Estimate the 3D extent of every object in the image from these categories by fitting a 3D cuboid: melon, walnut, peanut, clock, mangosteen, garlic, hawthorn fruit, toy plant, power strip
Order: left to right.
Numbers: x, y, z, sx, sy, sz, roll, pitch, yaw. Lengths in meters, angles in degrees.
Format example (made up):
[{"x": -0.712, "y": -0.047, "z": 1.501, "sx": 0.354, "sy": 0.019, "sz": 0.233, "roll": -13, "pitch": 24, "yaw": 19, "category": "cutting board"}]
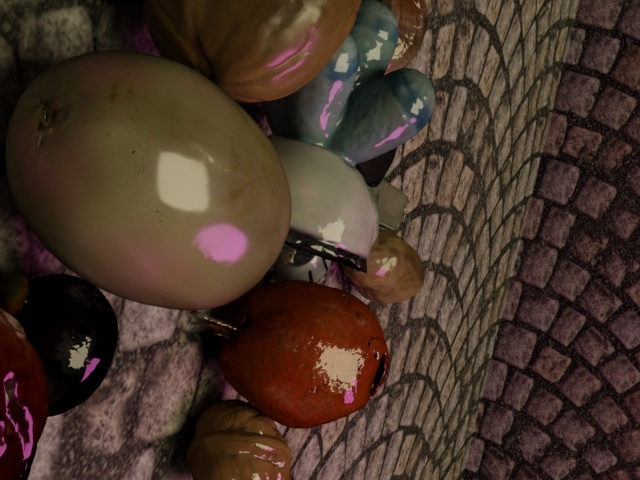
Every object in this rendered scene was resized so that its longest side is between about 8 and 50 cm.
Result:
[{"x": -0.268, "y": 0.092, "z": 0.795, "sx": 0.151, "sy": 0.137, "sz": 0.137, "roll": 26, "pitch": 79, "yaw": -30, "category": "mangosteen"}, {"x": -0.153, "y": -0.049, "z": 0.812, "sx": 0.317, "sy": 0.223, "sz": 0.223, "roll": 39, "pitch": 69, "yaw": -60, "category": "melon"}, {"x": -0.118, "y": 0.307, "z": 1.210, "sx": 0.166, "sy": 0.149, "sz": 0.166, "roll": 43, "pitch": 36, "yaw": -42, "category": "walnut"}, {"x": -0.065, "y": -0.267, "z": 0.868, "sx": 0.225, "sy": 0.225, "sz": 0.260, "roll": 56, "pitch": 48, "yaw": -59, "category": "walnut"}, {"x": -0.050, "y": 0.147, "z": 1.187, "sx": 0.299, "sy": 0.211, "sz": 0.211, "roll": 26, "pitch": 79, "yaw": -35, "category": "hawthorn fruit"}, {"x": 0.000, "y": 0.000, "z": 1.290, "sx": 0.176, "sy": 0.117, "sz": 0.080, "roll": -63, "pitch": 153, "yaw": -21, "category": "clock"}, {"x": 0.007, "y": -0.146, "z": 1.065, "sx": 0.247, "sy": 0.247, "sz": 0.332, "roll": 27, "pitch": 83, "yaw": -65, "category": "toy plant"}, {"x": 0.093, "y": -0.074, "z": 1.521, "sx": 0.272, "sy": 0.052, "sz": 0.078, "roll": 20, "pitch": 87, "yaw": -66, "category": "power strip"}, {"x": 0.110, "y": 0.047, "z": 1.549, "sx": 0.224, "sy": 0.129, "sz": 0.129, "roll": 37, "pitch": 71, "yaw": -55, "category": "peanut"}, {"x": 0.100, "y": -0.330, "z": 1.364, "sx": 0.129, "sy": 0.090, "sz": 0.198, "roll": 30, "pitch": 84, "yaw": -50, "category": "garlic"}]

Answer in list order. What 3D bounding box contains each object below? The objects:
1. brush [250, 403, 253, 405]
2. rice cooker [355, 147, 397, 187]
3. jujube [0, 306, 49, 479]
[{"x": -0.090, "y": 0.206, "z": 1.355, "sx": 0.083, "sy": 0.011, "sz": 0.205, "roll": -33, "pitch": 133, "yaw": -54, "category": "brush"}, {"x": 0.047, "y": -0.163, "z": 1.287, "sx": 0.142, "sy": 0.118, "sz": 0.203, "roll": -62, "pitch": 152, "yaw": -26, "category": "rice cooker"}, {"x": -0.308, "y": 0.137, "z": 0.642, "sx": 0.197, "sy": 0.197, "sz": 0.290, "roll": -55, "pitch": 166, "yaw": -35, "category": "jujube"}]
